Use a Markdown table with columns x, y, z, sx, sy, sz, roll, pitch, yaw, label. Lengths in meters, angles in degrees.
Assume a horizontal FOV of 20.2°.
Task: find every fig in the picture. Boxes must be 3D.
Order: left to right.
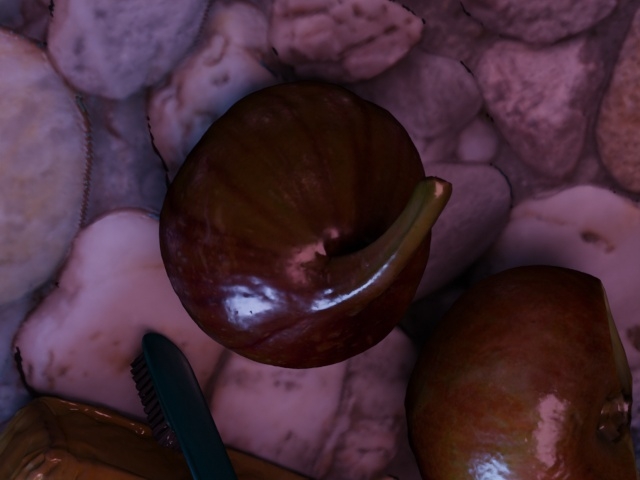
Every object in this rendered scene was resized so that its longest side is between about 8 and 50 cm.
| x | y | z | sx | sy | sz | roll | pitch | yaw | label |
| --- | --- | --- | --- | --- | --- | --- | --- | --- | --- |
| -0.003 | 0.005 | 1.063 | 0.175 | 0.207 | 0.175 | -8 | 116 | -17 | fig |

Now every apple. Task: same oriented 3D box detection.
| x | y | z | sx | sy | sz | roll | pitch | yaw | label |
| --- | --- | --- | --- | --- | --- | --- | --- | --- | --- |
| 0.137 | 0.113 | 1.155 | 0.160 | 0.173 | 0.195 | -20 | 110 | -8 | apple |

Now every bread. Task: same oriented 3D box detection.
| x | y | z | sx | sy | sz | roll | pitch | yaw | label |
| --- | --- | --- | --- | --- | --- | --- | --- | --- | --- |
| -0.088 | 0.200 | 1.149 | 0.288 | 0.152 | 0.119 | 22 | 98 | -21 | bread |

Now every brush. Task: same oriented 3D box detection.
| x | y | z | sx | sy | sz | roll | pitch | yaw | label |
| --- | --- | --- | --- | --- | --- | --- | --- | --- | --- |
| -0.080 | 0.132 | 1.109 | 0.032 | 0.193 | 0.043 | -44 | 135 | 19 | brush |
